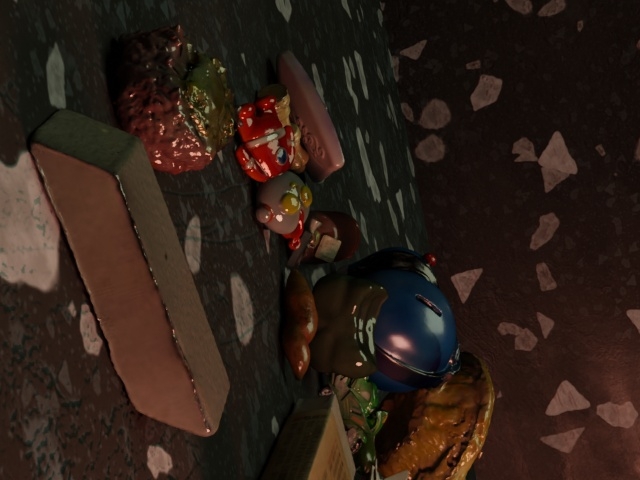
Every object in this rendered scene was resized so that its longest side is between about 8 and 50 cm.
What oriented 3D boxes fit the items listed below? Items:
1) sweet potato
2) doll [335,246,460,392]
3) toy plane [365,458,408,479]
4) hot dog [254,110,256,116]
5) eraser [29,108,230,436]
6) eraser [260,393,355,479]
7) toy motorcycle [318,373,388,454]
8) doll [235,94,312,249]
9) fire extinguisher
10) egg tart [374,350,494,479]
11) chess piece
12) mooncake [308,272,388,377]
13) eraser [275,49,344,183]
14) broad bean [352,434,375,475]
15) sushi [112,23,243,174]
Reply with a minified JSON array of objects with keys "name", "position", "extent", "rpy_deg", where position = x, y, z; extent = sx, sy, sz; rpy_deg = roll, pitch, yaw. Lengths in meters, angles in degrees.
[{"name":"sweet potato","position":[-0.032,0.127,1.803],"extent":[0.055,0.058,0.202],"rpy_deg":[93,-4,-47]},{"name":"doll","position":[0.135,0.149,2.131],"extent":[0.284,0.240,0.310],"rpy_deg":[35,30,-11]},{"name":"toy plane","position":[0.088,0.481,1.986],"extent":[0.234,0.082,0.160],"rpy_deg":[-63,153,-48]},{"name":"hot dog","position":[-0.086,-0.156,1.861],"extent":[0.056,0.041,0.133],"rpy_deg":[36,44,-72]},{"name":"eraser","position":[-0.186,0.035,1.161],"extent":[0.111,0.077,0.353],"rpy_deg":[-80,155,-66]},{"name":"eraser","position":[-0.015,0.345,1.620],"extent":[0.343,0.078,0.144],"rpy_deg":[-60,137,-73]},{"name":"toy motorcycle","position":[0.058,0.267,1.953],"extent":[0.074,0.106,0.190],"rpy_deg":[16,64,-77]},{"name":"doll","position":[-0.072,-0.101,1.794],"extent":[0.142,0.076,0.245],"rpy_deg":[-27,102,-48]},{"name":"fire extinguisher","position":[0.000,0.000,1.988],"extent":[0.269,0.104,0.105],"rpy_deg":[-6,85,-78]},{"name":"egg tart","position":[0.195,0.360,2.203],"extent":[0.150,0.352,0.352],"rpy_deg":[26,37,-19]},{"name":"chess piece","position":[-0.060,-0.187,1.983],"extent":[0.060,0.060,0.172],"rpy_deg":[-88,164,-48]},{"name":"mooncake","position":[0.042,0.140,1.874],"extent":[0.175,0.168,0.104],"rpy_deg":[66,10,17]},{"name":"eraser","position":[-0.034,-0.225,2.075],"extent":[0.204,0.059,0.243],"rpy_deg":[145,-77,-79]},{"name":"broad bean","position":[0.078,0.330,2.129],"extent":[0.256,0.052,0.053],"rpy_deg":[-90,-155,-52]},{"name":"sushi","position":[-0.162,-0.146,1.378],"extent":[0.241,0.107,0.161],"rpy_deg":[58,27,-58]}]
